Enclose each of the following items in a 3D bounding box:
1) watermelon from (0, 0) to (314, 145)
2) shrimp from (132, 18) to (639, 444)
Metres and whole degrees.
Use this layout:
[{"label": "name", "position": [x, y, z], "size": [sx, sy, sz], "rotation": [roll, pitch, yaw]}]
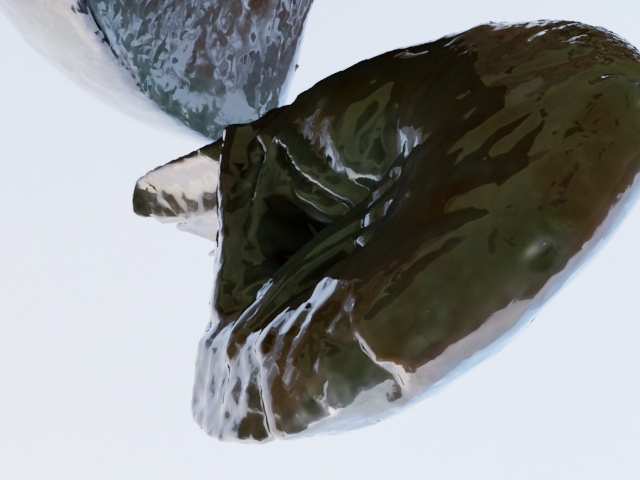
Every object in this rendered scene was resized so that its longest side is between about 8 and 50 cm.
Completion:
[{"label": "watermelon", "position": [-0.088, -0.193, 0.851], "size": [0.148, 0.318, 0.226], "rotation": [18, -135, 36]}, {"label": "shrimp", "position": [0.000, 0.000, 0.637], "size": [0.168, 0.077, 0.317], "rotation": [-46, -164, -21]}]
